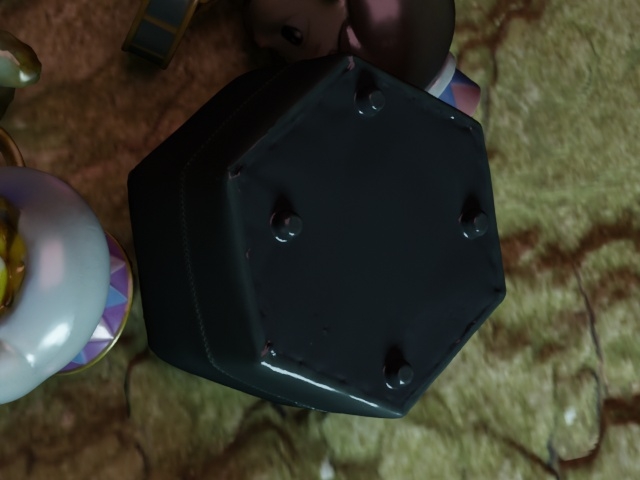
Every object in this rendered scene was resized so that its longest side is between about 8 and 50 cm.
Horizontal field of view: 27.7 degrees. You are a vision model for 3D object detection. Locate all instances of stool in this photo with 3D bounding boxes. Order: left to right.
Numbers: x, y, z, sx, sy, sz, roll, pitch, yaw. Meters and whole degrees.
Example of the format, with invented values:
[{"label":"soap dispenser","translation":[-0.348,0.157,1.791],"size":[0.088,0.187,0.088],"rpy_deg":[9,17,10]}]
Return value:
[{"label":"stool","translation":[0.000,0.000,0.830],"size":[0.232,0.141,0.232],"rpy_deg":[0,91,-35]}]

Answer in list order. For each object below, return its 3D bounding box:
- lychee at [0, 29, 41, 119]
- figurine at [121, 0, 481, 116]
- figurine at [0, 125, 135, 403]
[{"label":"lychee","translation":[-0.322,-0.184,0.761],"size":[0.270,0.270,0.320],"rpy_deg":[-33,98,-28]},{"label":"figurine","translation":[-0.005,-0.161,0.934],"size":[0.275,0.161,0.158],"rpy_deg":[22,86,-7]},{"label":"figurine","translation":[-0.218,0.003,0.721],"size":[0.142,0.263,0.189],"rpy_deg":[-21,67,20]}]
